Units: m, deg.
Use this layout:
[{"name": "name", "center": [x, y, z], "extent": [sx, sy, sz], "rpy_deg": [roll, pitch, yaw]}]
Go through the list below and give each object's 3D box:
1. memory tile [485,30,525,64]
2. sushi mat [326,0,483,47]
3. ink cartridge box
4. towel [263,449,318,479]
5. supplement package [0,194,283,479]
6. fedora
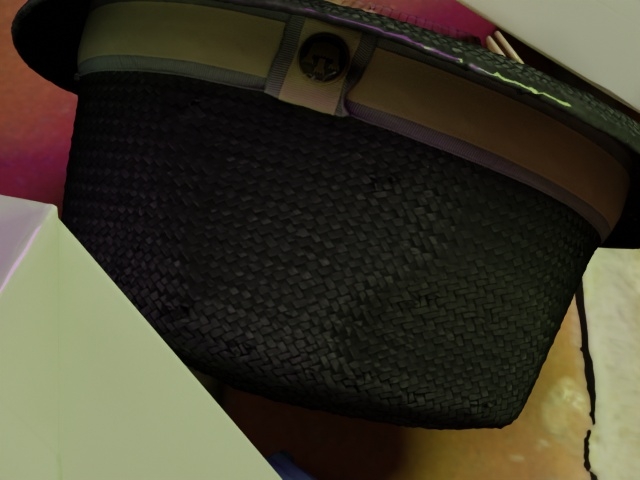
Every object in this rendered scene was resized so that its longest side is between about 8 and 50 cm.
[{"name": "memory tile", "center": [0.137, -0.071, 0.891], "extent": [0.113, 0.012, 0.148], "rpy_deg": [53, 11, 6]}, {"name": "sushi mat", "center": [0.020, -0.119, 0.850], "extent": [0.151, 0.019, 0.316], "rpy_deg": [19, 12, 1]}, {"name": "ink cartridge box", "center": [0.171, -0.141, 0.921], "extent": [0.153, 0.087, 0.208], "rpy_deg": [34, 11, 14]}, {"name": "towel", "center": [-0.036, 0.148, 0.686], "extent": [0.067, 0.029, 0.119], "rpy_deg": [38, 47, 18]}, {"name": "supplement package", "center": [-0.151, 0.086, 0.516], "extent": [0.203, 0.194, 0.149], "rpy_deg": [11, 60, 33]}, {"name": "fedora", "center": [0.000, 0.000, 0.722], "extent": [0.334, 0.334, 0.153], "rpy_deg": [18, 81, -2]}]
